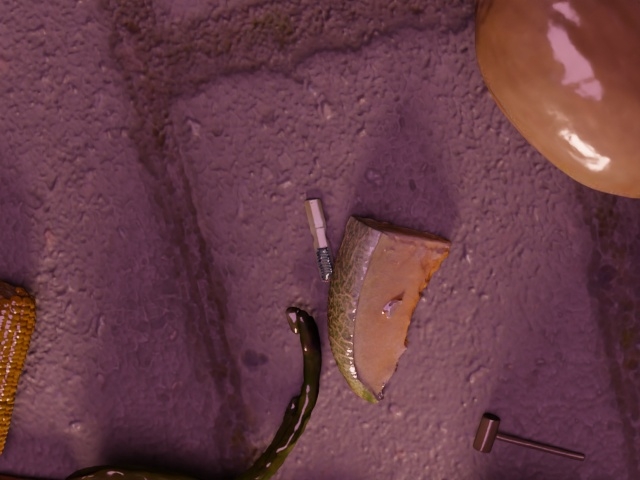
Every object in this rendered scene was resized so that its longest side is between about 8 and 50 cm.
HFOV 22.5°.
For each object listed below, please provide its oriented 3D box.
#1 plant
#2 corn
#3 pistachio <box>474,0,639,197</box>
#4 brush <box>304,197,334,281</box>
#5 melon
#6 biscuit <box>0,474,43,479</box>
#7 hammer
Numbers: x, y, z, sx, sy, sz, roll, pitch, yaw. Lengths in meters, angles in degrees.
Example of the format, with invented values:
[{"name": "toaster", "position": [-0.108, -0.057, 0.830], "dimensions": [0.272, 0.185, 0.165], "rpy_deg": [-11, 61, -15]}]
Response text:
[{"name": "plant", "position": [-0.087, 0.264, 1.545], "dimensions": [0.333, 0.180, 0.251], "rpy_deg": [-31, 121, 1]}, {"name": "corn", "position": [-0.327, 0.137, 1.576], "dimensions": [0.068, 0.068, 0.207], "rpy_deg": [16, 104, 0]}, {"name": "pistachio", "position": [0.235, -0.166, 1.426], "dimensions": [0.181, 0.162, 0.293], "rpy_deg": [-32, 99, -1]}, {"name": "brush", "position": [0.000, 0.000, 1.554], "dimensions": [0.016, 0.013, 0.084], "rpy_deg": [-10, 100, 8]}, {"name": "melon", "position": [0.050, 0.069, 1.552], "dimensions": [0.098, 0.054, 0.182], "rpy_deg": [16, 105, -23]}, {"name": "biscuit", "position": [-0.324, 0.341, 1.638], "dimensions": [0.182, 0.034, 0.215], "rpy_deg": [8, 102, 0]}, {"name": "hammer", "position": [0.207, 0.201, 1.584], "dimensions": [0.110, 0.019, 0.035], "rpy_deg": [15, 103, -2]}]
